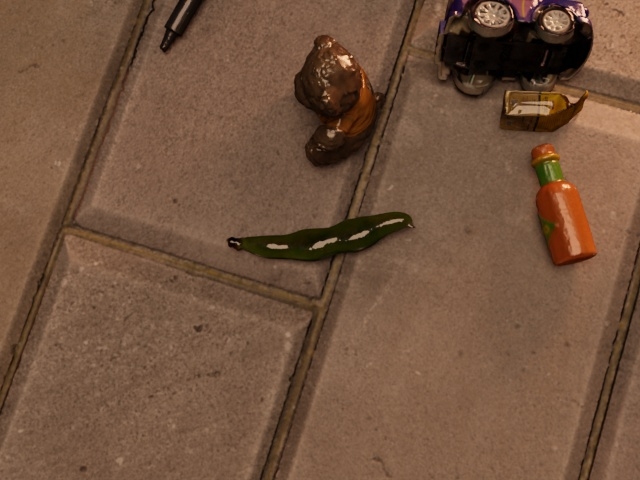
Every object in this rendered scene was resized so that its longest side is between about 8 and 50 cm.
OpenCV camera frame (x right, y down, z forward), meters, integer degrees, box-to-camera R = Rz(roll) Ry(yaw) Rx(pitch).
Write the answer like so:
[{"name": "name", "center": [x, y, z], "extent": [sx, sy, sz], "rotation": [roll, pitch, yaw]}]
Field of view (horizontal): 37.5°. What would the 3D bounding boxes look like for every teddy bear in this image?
[{"name": "teddy bear", "center": [0.022, -0.222, 1.439], "extent": [0.140, 0.190, 0.177], "rotation": [-10, 72, 10]}]

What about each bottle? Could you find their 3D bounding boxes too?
[{"name": "bottle", "center": [0.362, -0.057, 1.435], "extent": [0.069, 0.069, 0.187], "rotation": [-13, 76, 3]}]

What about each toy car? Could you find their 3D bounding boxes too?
[{"name": "toy car", "center": [0.296, -0.330, 1.453], "extent": [0.235, 0.172, 0.158], "rotation": [4, 64, 2]}]

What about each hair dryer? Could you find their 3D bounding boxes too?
[{"name": "hair dryer", "center": [-0.215, -0.435, 1.574], "extent": [0.128, 0.070, 0.255], "rotation": [31, 88, 11]}]

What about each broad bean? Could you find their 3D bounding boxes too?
[{"name": "broad bean", "center": [0.000, 0.001, 1.470], "extent": [0.297, 0.043, 0.060], "rotation": [-9, 68, 5]}]

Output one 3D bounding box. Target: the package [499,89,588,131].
[{"name": "package", "center": [0.345, -0.200, 1.463], "extent": [0.131, 0.071, 0.047], "rotation": [3, 73, 5]}]
